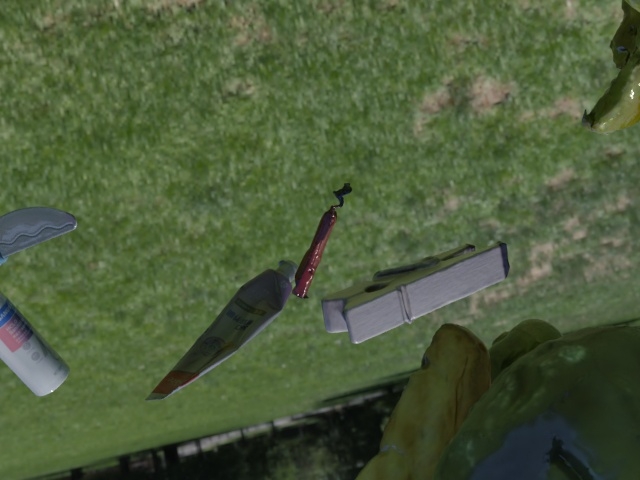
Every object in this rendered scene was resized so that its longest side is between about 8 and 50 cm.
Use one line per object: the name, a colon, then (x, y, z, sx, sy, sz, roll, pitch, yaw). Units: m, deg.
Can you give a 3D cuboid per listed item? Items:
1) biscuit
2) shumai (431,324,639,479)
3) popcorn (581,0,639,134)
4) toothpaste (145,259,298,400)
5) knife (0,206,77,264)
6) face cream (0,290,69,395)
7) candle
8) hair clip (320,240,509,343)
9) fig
biscuit: (0.110, 0.240, 1.014, 0.045, 0.299, 0.154, 30, 180, -31)
shumai: (0.281, 0.264, 0.613, 0.397, 0.324, 0.323, 36, -176, -22)
popcorn: (0.540, -0.304, 1.313, 0.326, 0.321, 0.290, 37, 161, -32)
toothpaste: (-0.128, 0.125, 1.302, 0.075, 0.048, 0.301, 11, -139, 36)
knife: (-0.382, -0.001, 1.120, 0.244, 0.058, 0.032, -24, 174, 33)
face cream: (-0.240, 0.061, 0.685, 0.034, 0.130, 0.034, -26, -152, 15)
candle: (-0.001, 0.000, 1.118, 0.021, 0.026, 0.167, -12, 134, -46)
hair clip: (0.158, 0.076, 1.503, 0.331, 0.085, 0.101, -17, -161, -30)
fig: (0.405, 0.273, 1.737, 0.203, 0.225, 0.203, -30, 159, -13)
